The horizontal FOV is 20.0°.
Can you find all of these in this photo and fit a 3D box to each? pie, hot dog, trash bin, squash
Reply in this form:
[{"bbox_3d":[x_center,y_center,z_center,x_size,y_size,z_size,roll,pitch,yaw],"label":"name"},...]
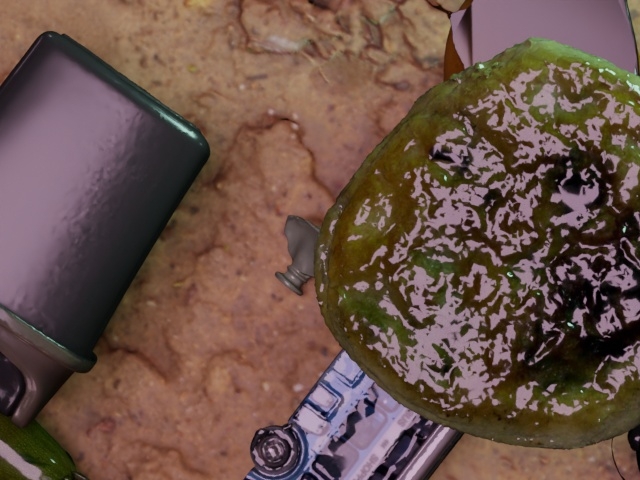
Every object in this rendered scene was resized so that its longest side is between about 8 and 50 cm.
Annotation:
[{"bbox_3d":[0.161,0.011,1.377,0.323,0.070,0.323,0,87,8],"label":"pie"},{"bbox_3d":[0.170,-0.096,1.471,0.194,0.107,0.326,8,90,9],"label":"hot dog"},{"bbox_3d":[-0.237,-0.010,1.514,0.209,0.182,0.290,34,87,-1],"label":"trash bin"},{"bbox_3d":[-0.312,0.135,1.574,0.080,0.071,0.318,-39,78,-13],"label":"squash"}]

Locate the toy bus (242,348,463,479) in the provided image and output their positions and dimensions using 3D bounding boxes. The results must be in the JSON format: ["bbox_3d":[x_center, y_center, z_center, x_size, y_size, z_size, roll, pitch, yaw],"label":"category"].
[{"bbox_3d":[0.041,0.151,1.481,0.131,0.106,0.297,39,95,11],"label":"toy bus"}]

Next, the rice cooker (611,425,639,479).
[{"bbox_3d":[0.327,0.180,1.405,0.203,0.118,0.142,35,93,9],"label":"rice cooker"}]

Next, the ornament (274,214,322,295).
[{"bbox_3d":[-0.002,0.003,1.535,0.092,0.041,0.068,-28,57,20],"label":"ornament"}]
